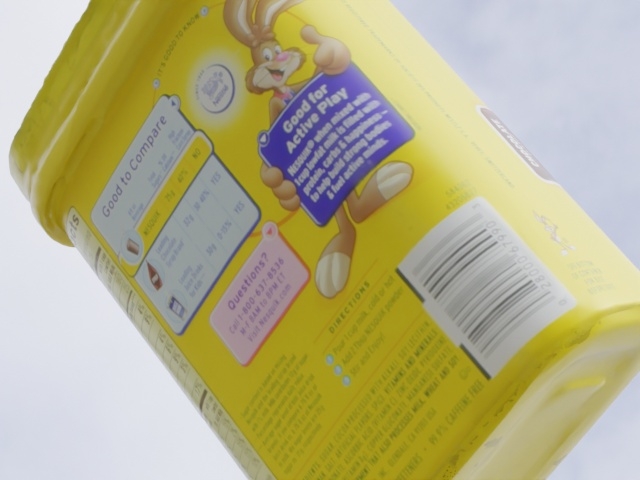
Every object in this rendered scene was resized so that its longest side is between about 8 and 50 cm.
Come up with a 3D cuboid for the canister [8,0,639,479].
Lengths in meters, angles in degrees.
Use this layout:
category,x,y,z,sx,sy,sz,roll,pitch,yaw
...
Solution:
category,x,y,z,sx,sy,sz,roll,pitch,yaw
canister,0.000,0.000,0.494,0.170,0.073,0.126,51,-58,26
